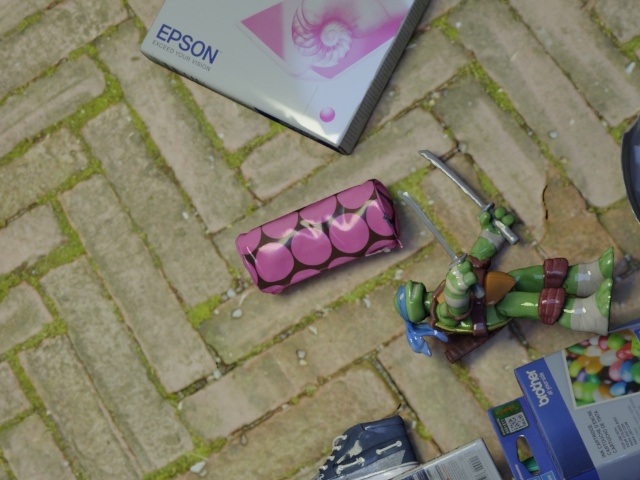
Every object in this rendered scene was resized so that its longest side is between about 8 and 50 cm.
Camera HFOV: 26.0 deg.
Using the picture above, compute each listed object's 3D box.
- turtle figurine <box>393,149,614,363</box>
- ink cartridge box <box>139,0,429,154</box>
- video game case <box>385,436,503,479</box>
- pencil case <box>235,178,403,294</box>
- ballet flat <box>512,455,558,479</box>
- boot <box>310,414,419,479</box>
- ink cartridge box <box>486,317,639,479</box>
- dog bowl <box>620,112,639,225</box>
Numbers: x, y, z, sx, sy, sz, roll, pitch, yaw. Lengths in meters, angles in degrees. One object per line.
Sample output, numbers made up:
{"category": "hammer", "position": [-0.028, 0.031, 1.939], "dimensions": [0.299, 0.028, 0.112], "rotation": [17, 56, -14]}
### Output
{"category": "turtle figurine", "position": [0.222, 0.017, 1.682], "dimensions": [0.266, 0.198, 0.275], "rotation": [4, 85, 11]}
{"category": "ink cartridge box", "position": [-0.032, -0.329, 1.872], "dimensions": [0.324, 0.071, 0.330], "rotation": [26, 89, 17]}
{"category": "video game case", "position": [0.160, 0.368, 1.696], "dimensions": [0.183, 0.023, 0.201], "rotation": [-26, 94, 8]}
{"category": "pencil case", "position": [0.000, 0.000, 1.797], "dimensions": [0.209, 0.095, 0.098], "rotation": [-21, 97, 12]}
{"category": "ballet flat", "position": [0.356, 0.263, 1.669], "dimensions": [0.248, 0.086, 0.086], "rotation": [-26, 75, 8]}
{"category": "boot", "position": [0.028, 0.288, 1.755], "dimensions": [0.190, 0.069, 0.086], "rotation": [-17, 69, 2]}
{"category": "ink cartridge box", "position": [0.358, 0.190, 1.630], "dimensions": [0.311, 0.065, 0.186], "rotation": [-24, 41, 6]}
{"category": "dog bowl", "position": [0.540, -0.097, 1.672], "dimensions": [0.348, 0.102, 0.349], "rotation": [-2, 80, 13]}
